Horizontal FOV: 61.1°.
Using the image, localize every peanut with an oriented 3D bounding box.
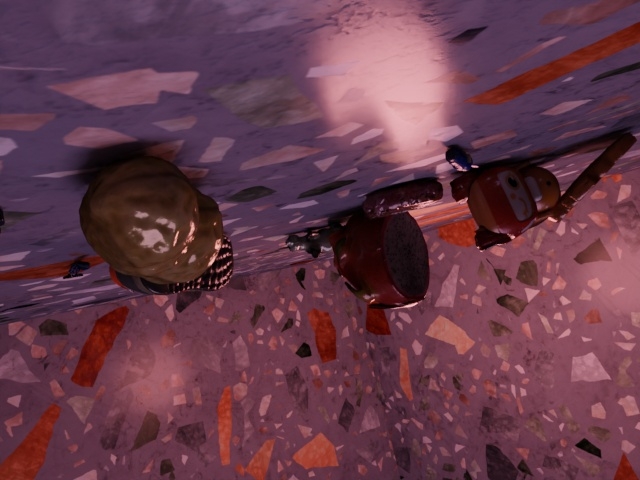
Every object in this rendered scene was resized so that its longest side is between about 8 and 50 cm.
[{"bbox_3d":[-0.201,-0.020,0.671,0.147,0.146,0.305,-14,171,2],"label":"peanut"}]

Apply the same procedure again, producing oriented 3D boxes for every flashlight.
[{"bbox_3d":[0.251,-0.150,0.984,0.057,0.035,0.121,11,-178,27],"label":"flashlight"}]

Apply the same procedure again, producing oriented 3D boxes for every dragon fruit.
[{"bbox_3d":[0.154,0.051,1.538,0.226,0.305,0.306,-13,176,34],"label":"dragon fruit"}]

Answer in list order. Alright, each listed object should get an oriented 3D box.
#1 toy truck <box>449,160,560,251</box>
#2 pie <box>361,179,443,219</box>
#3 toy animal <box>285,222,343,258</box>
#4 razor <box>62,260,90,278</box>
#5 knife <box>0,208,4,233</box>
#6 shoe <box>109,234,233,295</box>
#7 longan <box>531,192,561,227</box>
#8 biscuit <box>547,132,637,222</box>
[{"bbox_3d":[0.456,-0.100,1.302,0.239,0.188,0.265,-25,173,17],"label":"toy truck"},{"bbox_3d":[0.194,-0.095,1.307,0.205,0.053,0.219,-15,175,20],"label":"pie"},{"bbox_3d":[0.000,0.000,1.690,0.225,0.093,0.121,-13,-176,-20],"label":"toy animal"},{"bbox_3d":[-0.533,0.061,1.193,0.044,0.028,0.155,-10,175,-35],"label":"razor"},{"bbox_3d":[-0.414,-0.020,0.682,0.031,0.018,0.121,-9,175,-29],"label":"knife"},{"bbox_3d":[-0.335,0.059,1.214,0.171,0.132,0.336,-5,-178,24],"label":"shoe"},{"bbox_3d":[0.562,-0.115,1.494,0.187,0.167,0.167,-21,172,28],"label":"longan"},{"bbox_3d":[0.689,-0.172,1.363,0.306,0.043,0.283,-29,156,-46],"label":"biscuit"}]
